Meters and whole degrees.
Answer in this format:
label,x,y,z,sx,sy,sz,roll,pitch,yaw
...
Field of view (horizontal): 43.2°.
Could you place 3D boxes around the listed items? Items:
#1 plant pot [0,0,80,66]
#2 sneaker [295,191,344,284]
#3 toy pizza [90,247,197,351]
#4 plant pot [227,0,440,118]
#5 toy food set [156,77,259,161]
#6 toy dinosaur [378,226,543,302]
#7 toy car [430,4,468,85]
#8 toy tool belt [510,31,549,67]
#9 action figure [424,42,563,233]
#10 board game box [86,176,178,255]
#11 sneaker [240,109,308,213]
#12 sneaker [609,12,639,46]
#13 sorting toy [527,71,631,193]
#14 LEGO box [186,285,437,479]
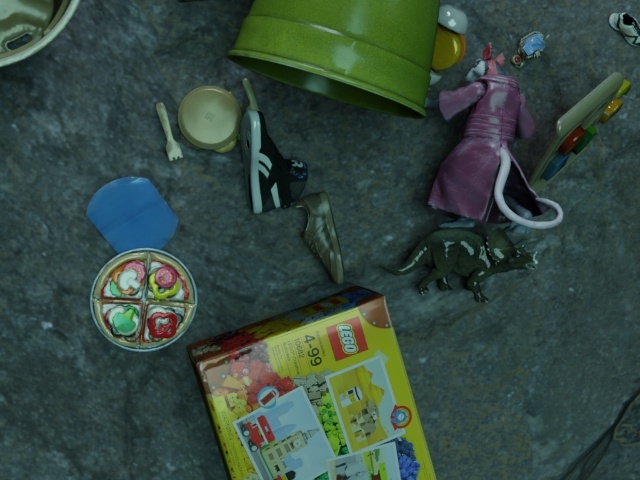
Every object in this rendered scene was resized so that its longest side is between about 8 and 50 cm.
label,x,y,z,sx,sy,sz,roll,pitch,yaw
plant pot,-0.546,-0.426,1.303,0.333,0.305,0.334,-1,95,-15
sneaker,0.000,0.000,1.613,0.071,0.066,0.189,-12,92,3
toy pizza,-0.334,0.115,1.533,0.201,0.032,0.202,-2,98,-15
plant pot,0.059,-0.437,1.415,0.366,0.366,0.353,15,96,-15
toy food set,-0.212,-0.230,1.550,0.191,0.038,0.133,-16,91,-8
toy dinosaur,0.280,0.035,1.652,0.313,0.121,0.161,8,106,6
toy car,0.207,-0.406,1.596,0.182,0.136,0.159,36,118,12
toy tool belt,0.442,-0.404,1.700,0.083,0.051,0.052,-42,103,-8
action figure,0.317,-0.205,1.565,0.247,0.275,0.371,6,89,-14
board game box,-0.351,-0.049,1.515,0.133,0.033,0.169,-31,123,2
sneaker,-0.084,-0.158,1.539,0.121,0.079,0.217,-13,129,-18
sneaker,0.683,-0.460,1.766,0.109,0.043,0.040,28,84,-17
sorting toy,0.554,-0.236,1.660,0.307,0.229,0.041,-39,68,-22
LEGO box,-0.003,0.388,1.562,0.372,0.193,0.501,-19,98,-13
